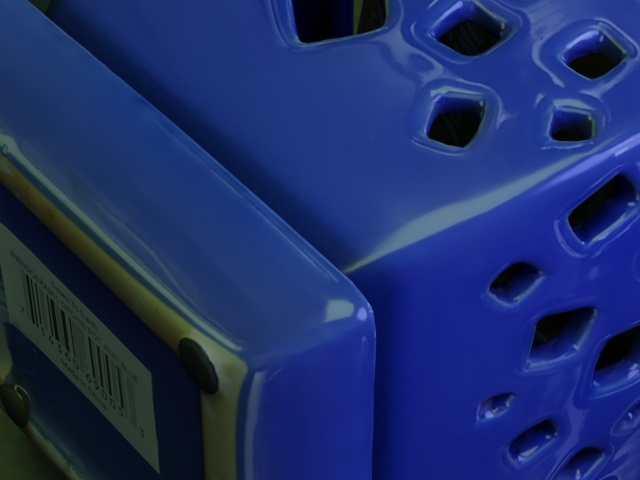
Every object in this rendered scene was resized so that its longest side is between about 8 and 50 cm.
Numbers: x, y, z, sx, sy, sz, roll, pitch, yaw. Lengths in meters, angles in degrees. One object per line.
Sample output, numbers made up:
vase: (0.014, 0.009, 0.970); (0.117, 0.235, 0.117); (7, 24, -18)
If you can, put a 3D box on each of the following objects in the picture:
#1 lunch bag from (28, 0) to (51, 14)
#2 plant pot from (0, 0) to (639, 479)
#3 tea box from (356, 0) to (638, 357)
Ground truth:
lunch bag: (-0.149, -0.140, 0.829); (0.262, 0.223, 0.160); (-30, 67, -22)
plant pot: (0.000, 0.000, 0.710); (0.212, 0.236, 0.236); (-31, 55, -26)
tea box: (0.244, -0.102, 0.795); (0.329, 0.220, 0.323); (-27, 61, -27)
